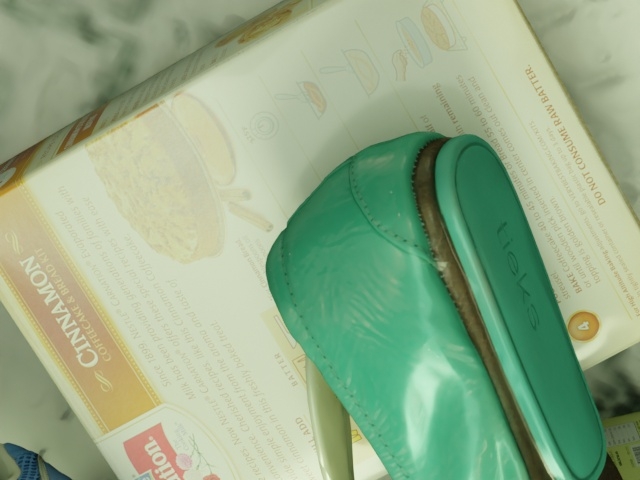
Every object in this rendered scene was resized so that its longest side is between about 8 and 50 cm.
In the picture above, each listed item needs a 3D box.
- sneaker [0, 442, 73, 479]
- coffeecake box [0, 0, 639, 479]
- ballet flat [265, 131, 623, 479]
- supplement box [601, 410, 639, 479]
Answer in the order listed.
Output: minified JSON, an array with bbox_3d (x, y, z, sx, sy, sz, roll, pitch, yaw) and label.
[{"bbox_3d":[-0.131,0.119,0.521,0.081,0.211,0.080,48,119,16],"label":"sneaker"},{"bbox_3d":[0.000,0.000,0.592,0.185,0.068,0.142,-29,103,9],"label":"coffeecake box"},{"bbox_3d":[0.056,0.089,0.535,0.087,0.083,0.247,-23,95,31],"label":"ballet flat"},{"bbox_3d":[0.089,0.101,0.609,0.083,0.083,0.056,-14,101,6],"label":"supplement box"}]
